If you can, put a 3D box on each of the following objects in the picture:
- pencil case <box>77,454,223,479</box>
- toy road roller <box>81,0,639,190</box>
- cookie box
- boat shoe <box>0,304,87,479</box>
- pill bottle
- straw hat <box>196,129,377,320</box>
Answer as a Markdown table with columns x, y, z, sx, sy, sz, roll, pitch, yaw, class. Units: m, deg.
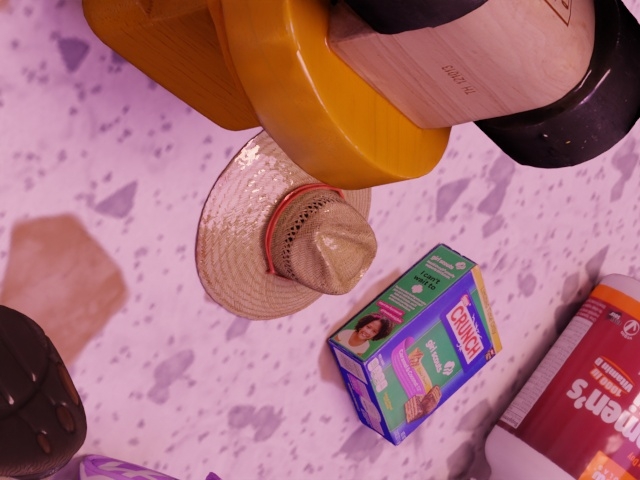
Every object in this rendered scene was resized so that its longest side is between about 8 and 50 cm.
| x | y | z | sx | sy | sz | roll | pitch | yaw | class |
| --- | --- | --- | --- | --- | --- | --- | --- | --- | --- |
| -0.126 | 0.229 | 1.007 | 0.088 | 0.086 | 0.206 | 16 | 92 | -20 | pencil case |
| 0.017 | -0.186 | 0.859 | 0.202 | 0.241 | 0.329 | 36 | 51 | -51 | toy road roller |
| 0.066 | 0.070 | 1.156 | 0.107 | 0.040 | 0.092 | -41 | 137 | -19 | cookie box |
| -0.256 | 0.103 | 0.789 | 0.120 | 0.122 | 0.324 | -37 | 155 | 33 | boat shoe |
| 0.199 | 0.144 | 1.274 | 0.221 | 0.121 | 0.121 | -54 | 140 | -4 | pill bottle |
| 0.000 | 0.000 | 1.029 | 0.144 | 0.061 | 0.144 | -25 | 131 | -32 | straw hat |
